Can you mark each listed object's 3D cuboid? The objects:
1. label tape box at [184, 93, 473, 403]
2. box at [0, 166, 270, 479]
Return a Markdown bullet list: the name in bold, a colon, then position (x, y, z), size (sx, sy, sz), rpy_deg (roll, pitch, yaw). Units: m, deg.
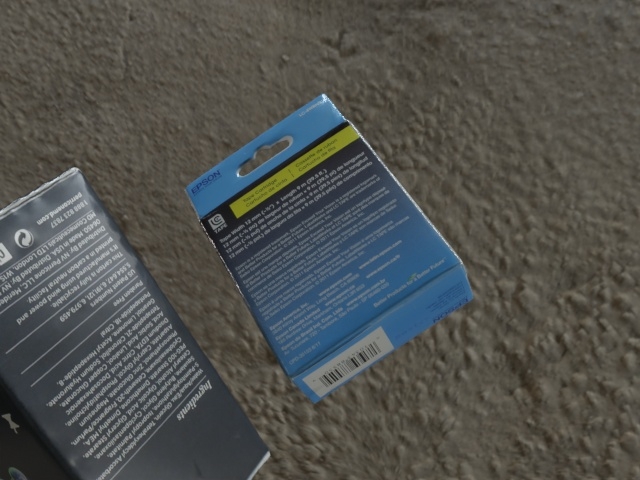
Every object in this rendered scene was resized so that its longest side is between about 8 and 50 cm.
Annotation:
- **label tape box**: position (0.000, 0.000, 1.048), size (0.249, 0.115, 0.347), rpy_deg (-34, 55, 0)
- **box**: position (-0.304, 0.168, 0.874), size (0.395, 0.294, 0.212), rpy_deg (58, 41, -15)
